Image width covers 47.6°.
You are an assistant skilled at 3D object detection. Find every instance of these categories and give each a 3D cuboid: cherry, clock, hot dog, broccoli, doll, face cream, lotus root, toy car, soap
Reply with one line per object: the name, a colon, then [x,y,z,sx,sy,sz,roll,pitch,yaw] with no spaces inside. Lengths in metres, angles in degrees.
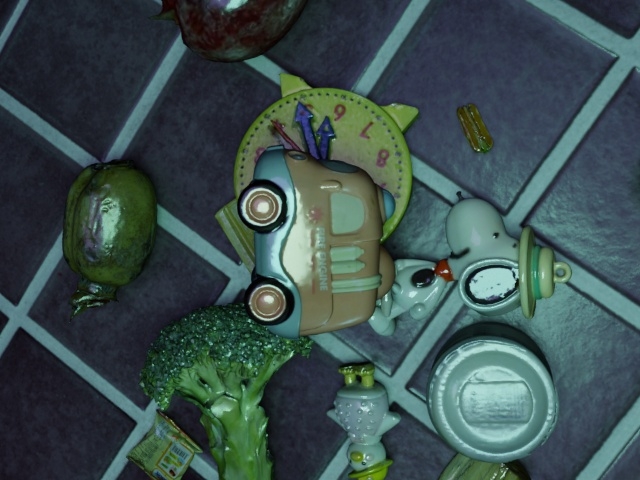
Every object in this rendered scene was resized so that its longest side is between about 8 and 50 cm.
cherry: [-0.126,-0.399,1.094,0.300,0.203,0.230,-34,79,11]
clock: [0.003,-0.103,1.113,0.277,0.071,0.293,10,88,8]
hot dog: [0.234,-0.169,1.103,0.037,0.021,0.083,-20,83,-7]
broccoli: [-0.163,0.272,1.141,0.252,0.221,0.361,11,102,-5]
doll: [0.204,0.070,1.069,0.271,0.144,0.208,-45,63,9]
doll: [0.067,0.290,1.125,0.129,0.081,0.207,-5,92,33]
face cream: [0.244,0.213,1.041,0.177,0.153,0.177,1,93,13]
lotus root: [0.257,0.383,1.080,0.159,0.095,0.135,30,94,52]
toy car: [0.000,0.000,1.008,0.212,0.180,0.271,-3,98,-1]
lotus root: [-0.349,0.002,1.192,0.154,0.154,0.278,11,93,13]
soap: [-0.071,0.033,1.175,0.092,0.037,0.252,-34,83,11]

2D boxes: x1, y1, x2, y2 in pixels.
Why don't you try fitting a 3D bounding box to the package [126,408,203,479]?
package: [-0.265,0.361,1.234,0.108,0.031,0.121,38,105,11]
